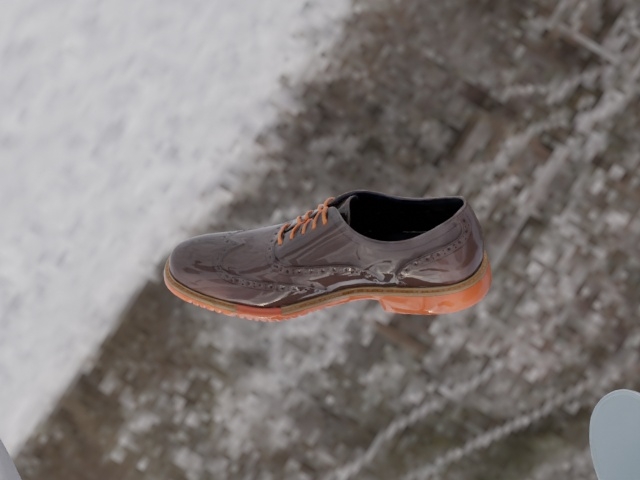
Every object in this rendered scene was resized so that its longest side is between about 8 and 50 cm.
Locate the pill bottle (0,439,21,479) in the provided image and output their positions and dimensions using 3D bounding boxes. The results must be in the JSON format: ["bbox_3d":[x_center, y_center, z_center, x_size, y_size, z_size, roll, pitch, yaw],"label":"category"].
[{"bbox_3d":[-0.334,0.192,1.128,0.283,0.161,0.161,-35,-179,0],"label":"pill bottle"}]

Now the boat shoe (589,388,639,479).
[{"bbox_3d":[0.252,0.186,1.287,0.065,0.183,0.083,-33,168,20],"label":"boat shoe"}]

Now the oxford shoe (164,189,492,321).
[{"bbox_3d":[0.000,0.000,1.501,0.097,0.271,0.098,-81,164,-48],"label":"oxford shoe"}]
